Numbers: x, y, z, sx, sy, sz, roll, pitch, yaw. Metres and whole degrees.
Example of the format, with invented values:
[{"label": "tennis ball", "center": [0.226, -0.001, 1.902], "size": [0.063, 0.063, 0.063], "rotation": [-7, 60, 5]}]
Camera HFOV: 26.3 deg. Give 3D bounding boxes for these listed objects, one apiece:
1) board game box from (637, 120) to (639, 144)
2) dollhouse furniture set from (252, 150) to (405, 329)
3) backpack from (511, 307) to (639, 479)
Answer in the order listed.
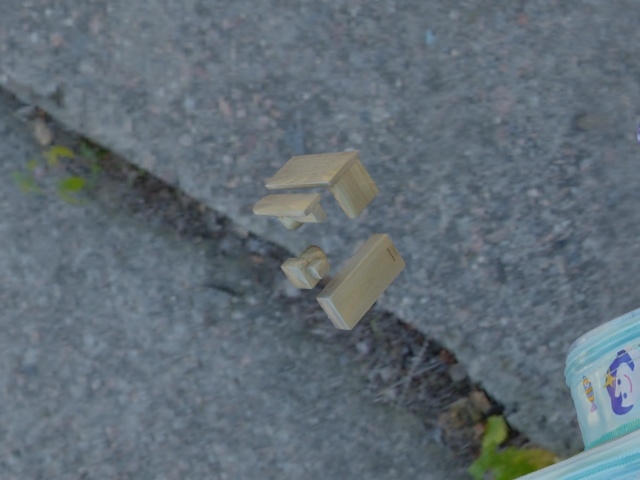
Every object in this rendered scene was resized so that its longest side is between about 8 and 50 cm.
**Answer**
[{"label": "board game box", "center": [0.355, -0.005, 0.665], "size": [0.347, 0.078, 0.233], "rotation": [-7, 127, 25]}, {"label": "dollhouse furniture set", "center": [0.000, 0.000, 1.617], "size": [0.123, 0.144, 0.151], "rotation": [1, 132, 52]}, {"label": "backpack", "center": [0.185, 0.103, 0.489], "size": [0.225, 0.253, 0.191], "rotation": [-33, 65, 46]}]
